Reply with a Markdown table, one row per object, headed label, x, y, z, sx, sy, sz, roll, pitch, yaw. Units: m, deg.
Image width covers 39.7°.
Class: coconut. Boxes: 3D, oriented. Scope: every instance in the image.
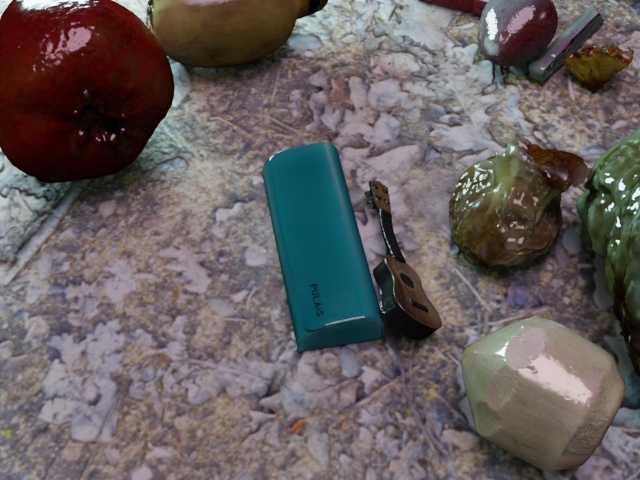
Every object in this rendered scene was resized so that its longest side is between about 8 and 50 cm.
| label | x | y | z | sx | sy | sz | roll | pitch | yaw |
| --- | --- | --- | --- | --- | --- | --- | --- | --- | --- |
| coconut | 0.250 | 0.169 | 1.028 | 0.183 | 0.171 | 0.171 | 31 | 60 | 17 |

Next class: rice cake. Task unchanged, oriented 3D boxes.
| label | x | y | z | sx | sy | sz | roll | pitch | yaw |
| --- | --- | --- | --- | --- | --- | --- | --- | --- | --- |
| rice cake | 0.409 | -0.326 | 1.465 | 0.033 | 0.033 | 0.207 | 29 | 57 | 30 |

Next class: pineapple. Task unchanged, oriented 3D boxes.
| label | x | y | z | sx | sy | sz | roll | pitch | yaw |
| --- | --- | --- | --- | --- | --- | --- | --- | --- | --- |
| pineapple | 0.457 | -0.283 | 1.421 | 0.114 | 0.077 | 0.114 | 3 | 24 | 42 |

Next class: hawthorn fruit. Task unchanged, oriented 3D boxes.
| label | x | y | z | sx | sy | sz | roll | pitch | yaw |
| --- | --- | --- | --- | --- | --- | --- | --- | --- | --- |
| hawthorn fruit | -0.354 | -0.235 | 1.265 | 0.265 | 0.265 | 0.307 | -21 | 39 | -15 |

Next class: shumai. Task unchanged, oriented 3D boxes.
| label | x | y | z | sx | sy | sz | roll | pitch | yaw |
| --- | --- | --- | --- | --- | --- | --- | --- | --- | --- |
| shumai | 0.267 | -0.068 | 1.210 | 0.161 | 0.153 | 0.209 | 28 | 56 | 10 |
| shumai | 0.464 | -0.008 | 1.094 | 0.395 | 0.395 | 0.348 | -16 | 30 | -12 |

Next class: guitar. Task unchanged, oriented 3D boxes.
| label | x | y | z | sx | sy | sz | roll | pitch | yaw |
| --- | --- | --- | --- | --- | --- | --- | --- | --- | --- |
| guitar | 0.096 | 0.018 | 1.196 | 0.084 | 0.038 | 0.271 | 28 | 33 | -36 |

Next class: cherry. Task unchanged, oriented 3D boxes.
| label | x | y | z | sx | sy | sz | roll | pitch | yaw |
| --- | --- | --- | --- | --- | --- | --- | --- | --- | --- |
| cherry | 0.333 | -0.340 | 1.398 | 0.188 | 0.115 | 0.148 | 2 | 23 | 40 |

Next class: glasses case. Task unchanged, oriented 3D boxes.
| label | x | y | z | sx | sy | sz | roll | pitch | yaw |
| --- | --- | --- | --- | --- | --- | --- | --- | --- | --- |
| glasses case | -0.002 | 0.000 | 1.205 | 0.117 | 0.070 | 0.301 | -10 | 56 | -7 |

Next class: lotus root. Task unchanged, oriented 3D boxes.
| label | x | y | z | sx | sy | sz | roll | pitch | yaw |
| --- | --- | --- | --- | --- | --- | --- | --- | --- | --- |
| lotus root | -0.128 | -0.373 | 1.419 | 0.310 | 0.183 | 0.183 | -10 | 55 | -15 |

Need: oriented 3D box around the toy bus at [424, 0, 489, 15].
| label | x | y | z | sx | sy | sz | roll | pitch | yaw |
| --- | --- | --- | --- | --- | --- | --- | --- | --- | --- |
| toy bus | 0.257 | -0.433 | 1.524 | 0.192 | 0.065 | 0.077 | 18 | 67 | 12 |
